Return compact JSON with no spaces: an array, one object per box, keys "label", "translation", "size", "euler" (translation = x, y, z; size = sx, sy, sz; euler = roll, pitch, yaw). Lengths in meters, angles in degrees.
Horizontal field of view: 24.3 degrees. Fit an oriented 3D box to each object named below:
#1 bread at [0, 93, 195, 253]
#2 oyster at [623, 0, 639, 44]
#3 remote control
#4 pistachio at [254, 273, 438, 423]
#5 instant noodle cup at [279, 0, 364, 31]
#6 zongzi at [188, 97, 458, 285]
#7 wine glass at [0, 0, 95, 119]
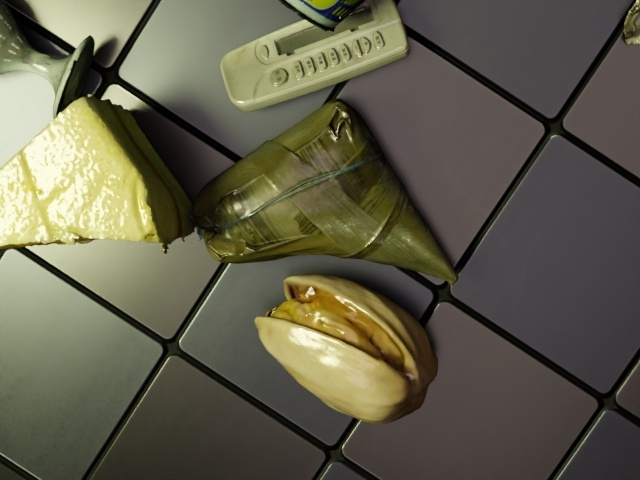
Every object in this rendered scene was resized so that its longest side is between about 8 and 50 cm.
[{"label":"bread","translation":[-0.293,-0.022,1.764],"size":[0.236,0.263,0.198],"euler":[-34,89,5]},{"label":"oyster","translation":[0.430,-0.319,1.792],"size":[0.106,0.061,0.200],"euler":[31,101,-18]},{"label":"remote control","translation":[-0.007,-0.226,1.822],"size":[0.230,0.049,0.090],"euler":[-20,65,7]},{"label":"pistachio","translation":[0.034,0.131,1.828],"size":[0.229,0.157,0.157],"euler":[31,98,6]},{"label":"instant noodle cup","translation":[0.043,-0.416,1.704],"size":[0.284,0.284,0.312],"euler":[42,106,-2]},{"label":"zongzi","translation":[0.000,0.000,1.820],"size":[0.250,0.125,0.274],"euler":[-33,99,6]},{"label":"wine glass","translation":[-0.404,-0.241,1.816],"size":[0.241,0.126,0.126],"euler":[23,98,-2]}]
